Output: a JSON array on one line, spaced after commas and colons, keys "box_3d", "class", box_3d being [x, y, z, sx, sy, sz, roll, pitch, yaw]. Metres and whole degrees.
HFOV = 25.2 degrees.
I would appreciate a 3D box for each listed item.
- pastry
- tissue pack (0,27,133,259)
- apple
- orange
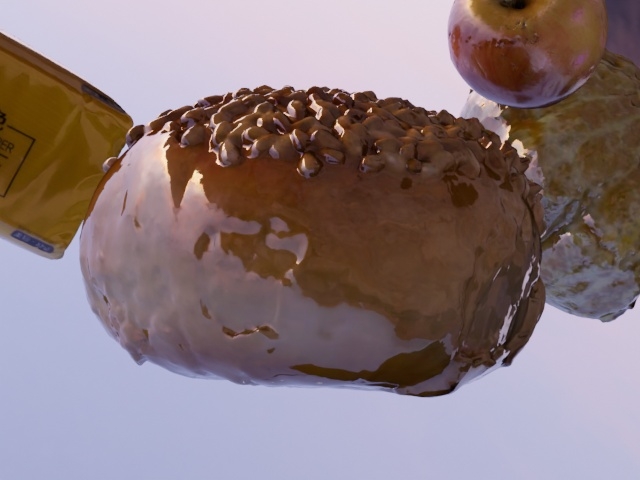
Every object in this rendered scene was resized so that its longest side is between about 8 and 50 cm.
[{"box_3d": [0.000, 0.000, 1.191, 0.410, 0.410, 0.244, 9, -96, -58], "class": "pastry"}, {"box_3d": [-0.455, -0.166, 1.711, 0.382, 0.228, 0.293, 27, -179, -26], "class": "tissue pack"}, {"box_3d": [0.189, -0.186, 1.301, 0.146, 0.146, 0.146, 38, -159, -18], "class": "apple"}, {"box_3d": [0.287, -0.096, 1.748, 0.210, 0.271, 0.368, 28, -145, -42], "class": "orange"}]
